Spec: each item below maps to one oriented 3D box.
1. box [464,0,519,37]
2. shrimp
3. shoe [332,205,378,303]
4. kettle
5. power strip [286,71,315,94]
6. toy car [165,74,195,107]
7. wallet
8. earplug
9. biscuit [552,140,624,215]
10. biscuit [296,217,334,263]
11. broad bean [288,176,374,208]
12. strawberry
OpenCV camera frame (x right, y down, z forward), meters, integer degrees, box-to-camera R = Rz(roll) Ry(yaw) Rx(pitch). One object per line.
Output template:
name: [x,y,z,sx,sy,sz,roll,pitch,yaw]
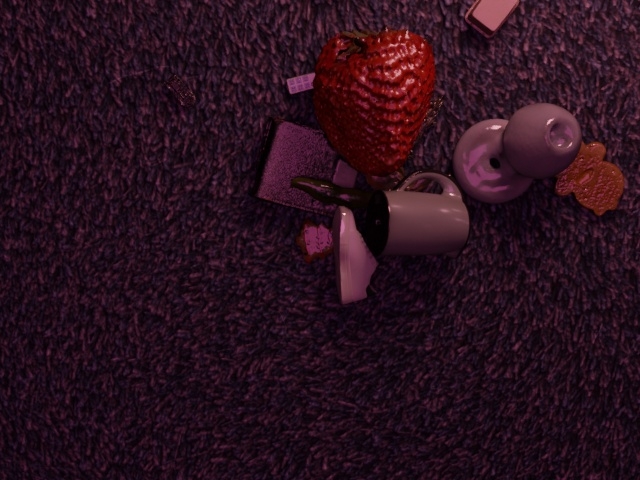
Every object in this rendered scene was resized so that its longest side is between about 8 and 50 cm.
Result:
box: [0.422,-0.568,1.780,0.089,0.062,0.122,37,100,-3]
shrimp: [0.244,-0.228,1.850,0.169,0.058,0.296,42,102,-10]
shoe: [0.092,0.035,1.870,0.110,0.095,0.265,-4,112,-9]
kettle: [0.249,-0.068,1.800,0.236,0.161,0.221,2,91,-16]
power strip: [-0.043,-0.401,1.854,0.090,0.016,0.040,-14,97,6]
toy car: [-0.358,-0.381,1.871,0.041,0.025,0.093,-41,91,10]
wallet: [-0.034,-0.183,1.865,0.262,0.071,0.221,15,98,-6]
earplug: [0.478,-0.214,1.776,0.325,0.175,0.214,-26,98,37]
biscuit: [0.671,-0.165,1.839,0.225,0.036,0.166,36,105,-3]
biscuit: [0.000,0.000,1.911,0.129,0.019,0.120,-3,99,3]
broad bean: [0.066,-0.112,1.843,0.297,0.043,0.060,9,108,-9]
strawberry: [0.127,-0.327,1.739,0.312,0.267,0.351,7,107,40]
